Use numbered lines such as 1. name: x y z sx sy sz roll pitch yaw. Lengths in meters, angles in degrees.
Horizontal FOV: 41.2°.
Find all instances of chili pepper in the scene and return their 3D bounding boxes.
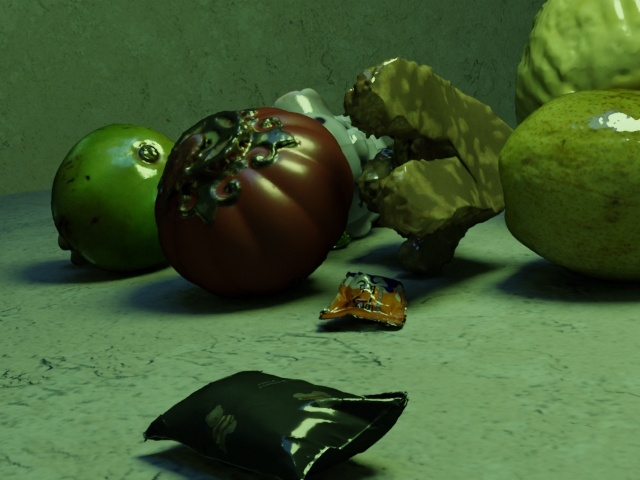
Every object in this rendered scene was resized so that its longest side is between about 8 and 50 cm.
1. chili pepper: -0.001 0.001 1.168 0.091 0.034 0.030 -4 -23 12

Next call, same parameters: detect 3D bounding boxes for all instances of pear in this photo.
1. pear: 0.298 -0.054 0.843 0.211 0.188 0.229 21 17 33

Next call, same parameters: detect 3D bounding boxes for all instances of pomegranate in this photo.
1. pomegranate: -0.287 -0.042 1.129 0.241 0.189 0.159 1 38 27

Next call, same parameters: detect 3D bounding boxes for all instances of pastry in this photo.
1. pastry: 0.461 -0.219 1.162 0.389 0.388 0.312 -2 48 17

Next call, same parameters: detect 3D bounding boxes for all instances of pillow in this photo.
1. pillow: -0.028 0.107 0.501 0.090 0.048 0.150 -3 2 -42

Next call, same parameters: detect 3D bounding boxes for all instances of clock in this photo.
1. clock: 0.002 -0.101 1.134 0.189 0.188 0.254 -3 -8 10

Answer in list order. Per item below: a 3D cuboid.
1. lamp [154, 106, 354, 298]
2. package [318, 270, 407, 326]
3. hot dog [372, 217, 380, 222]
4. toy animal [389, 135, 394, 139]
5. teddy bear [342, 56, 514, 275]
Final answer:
1. lamp: -0.076 -0.047 0.925 0.227 0.226 0.227 -5 10 1
2. package: 0.043 0.057 0.803 0.077 0.033 0.110 18 26 2
3. hot dog: 0.064 -0.067 1.339 0.262 0.093 0.123 14 7 17
4. toy animal: 0.179 -0.171 1.634 0.160 0.197 0.272 0 6 12
5. teddy bear: 0.097 -0.081 0.953 0.296 0.246 0.223 -4 -11 -46
